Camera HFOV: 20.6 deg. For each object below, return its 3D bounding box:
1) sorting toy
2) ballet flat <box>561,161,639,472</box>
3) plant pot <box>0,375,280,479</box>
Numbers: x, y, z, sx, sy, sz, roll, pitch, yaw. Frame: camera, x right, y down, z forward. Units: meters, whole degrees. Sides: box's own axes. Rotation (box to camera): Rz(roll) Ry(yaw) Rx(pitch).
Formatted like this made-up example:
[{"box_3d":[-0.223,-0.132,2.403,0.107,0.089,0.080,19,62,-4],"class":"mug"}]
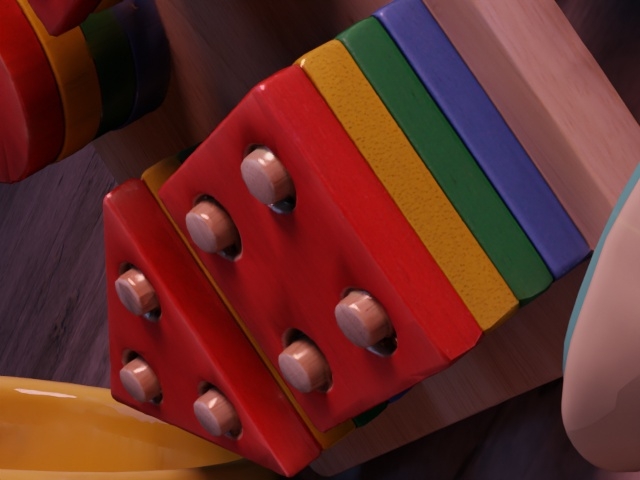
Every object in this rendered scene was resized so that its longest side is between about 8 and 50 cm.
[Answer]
[{"box_3d":[-0.038,-0.038,0.569,0.089,0.257,0.255,-33,-2,-29],"class":"sorting toy"},{"box_3d":[0.134,-0.038,0.355,0.248,0.086,0.086,-62,17,17],"class":"ballet flat"},{"box_3d":[-0.150,0.186,0.718,0.254,0.254,0.239,-168,83,-73],"class":"plant pot"}]
